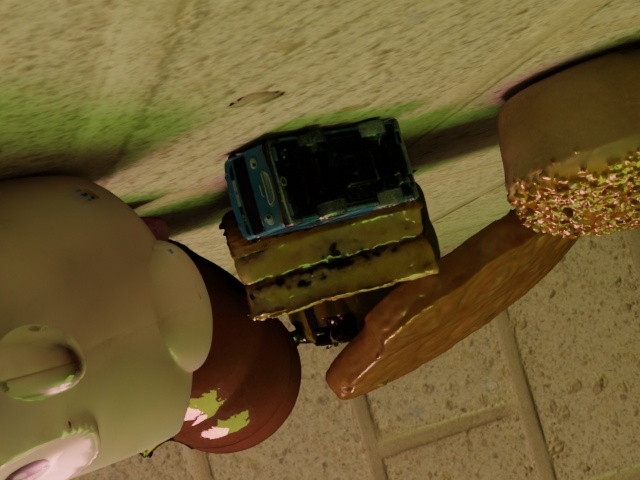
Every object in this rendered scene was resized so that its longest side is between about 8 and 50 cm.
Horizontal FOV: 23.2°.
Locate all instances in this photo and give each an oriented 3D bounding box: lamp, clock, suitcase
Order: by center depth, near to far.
[{"bbox_3d":[-0.281,0.085,1.282,0.368,0.250,0.377,-16,-178,5],"label":"clock"},{"bbox_3d":[-0.175,0.139,1.865,0.239,0.305,0.305,-53,177,-4],"label":"lamp"},{"bbox_3d":[0.050,0.027,2.000,0.235,0.194,0.143,-16,-177,-38],"label":"suitcase"}]

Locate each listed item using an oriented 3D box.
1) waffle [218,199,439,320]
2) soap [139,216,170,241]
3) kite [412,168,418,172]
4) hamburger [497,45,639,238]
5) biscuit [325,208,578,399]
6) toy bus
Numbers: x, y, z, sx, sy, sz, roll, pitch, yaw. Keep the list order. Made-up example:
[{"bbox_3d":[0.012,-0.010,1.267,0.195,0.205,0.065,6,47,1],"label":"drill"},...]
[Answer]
[{"bbox_3d":[0.000,-0.001,1.750,0.213,0.091,0.308,-15,-171,-3],"label":"waffle"},{"bbox_3d":[-0.323,0.069,1.672,0.325,0.127,0.220,-20,173,43],"label":"soap"},{"bbox_3d":[0.018,-0.059,1.671,0.183,0.010,0.160,-11,-160,-3],"label":"kite"},{"bbox_3d":[0.326,-0.101,1.615,0.302,0.170,0.302,-16,175,-1],"label":"hamburger"},{"bbox_3d":[0.183,0.065,1.873,0.385,0.062,0.365,-31,165,-27],"label":"biscuit"},{"bbox_3d":[-0.002,-0.058,1.512,0.185,0.090,0.106,-12,177,-45],"label":"toy bus"}]
